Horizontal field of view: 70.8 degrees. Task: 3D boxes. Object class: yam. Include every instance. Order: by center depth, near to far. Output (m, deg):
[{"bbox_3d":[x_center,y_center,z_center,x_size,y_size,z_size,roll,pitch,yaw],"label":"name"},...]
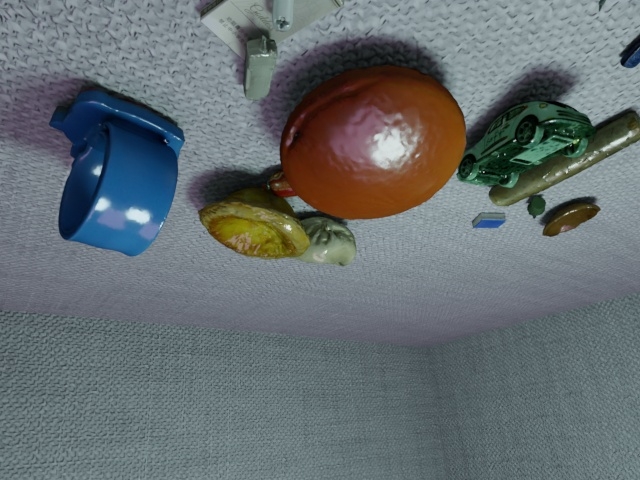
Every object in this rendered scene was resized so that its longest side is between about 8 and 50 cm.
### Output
[{"bbox_3d":[0.589,-0.184,1.110,0.083,0.083,0.371,12,151,-32],"label":"yam"}]

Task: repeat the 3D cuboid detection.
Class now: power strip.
[{"bbox_3d":[-0.104,-0.288,0.758,0.047,0.030,0.191,-10,174,-14],"label":"power strip"}]

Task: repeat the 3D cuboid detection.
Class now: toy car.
[{"bbox_3d":[0.420,-0.209,0.964,0.136,0.125,0.306,7,165,-19],"label":"toy car"}]

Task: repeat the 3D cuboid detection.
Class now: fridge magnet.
[{"bbox_3d":[0.100,-0.179,0.889,0.363,0.155,0.364,-3,141,-3],"label":"fridge magnet"}]

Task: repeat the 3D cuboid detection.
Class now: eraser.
[{"bbox_3d":[0.535,-0.062,1.427,0.084,0.027,0.063,0,154,-9],"label":"eraser"}]

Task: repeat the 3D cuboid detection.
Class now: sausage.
[{"bbox_3d":[-0.015,-0.148,1.087,0.263,0.083,0.083,-8,156,10],"label":"sausage"}]

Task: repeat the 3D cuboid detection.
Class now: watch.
[{"bbox_3d":[-0.419,-0.102,0.883,0.241,0.275,0.305,18,143,-41],"label":"watch"}]

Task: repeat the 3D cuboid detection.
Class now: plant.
[{"bbox_3d":[0.644,-0.093,1.349,0.051,0.051,0.102,-10,161,13],"label":"plant"}]

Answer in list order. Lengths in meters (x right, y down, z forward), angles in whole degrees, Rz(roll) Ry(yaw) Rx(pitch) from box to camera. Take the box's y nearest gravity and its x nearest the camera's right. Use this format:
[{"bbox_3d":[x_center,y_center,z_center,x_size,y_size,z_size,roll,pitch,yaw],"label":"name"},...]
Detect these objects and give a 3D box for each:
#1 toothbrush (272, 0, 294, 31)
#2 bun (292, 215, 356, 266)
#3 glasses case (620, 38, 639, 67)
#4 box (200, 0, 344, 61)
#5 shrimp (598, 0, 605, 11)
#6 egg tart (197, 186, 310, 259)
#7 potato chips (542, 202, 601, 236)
[{"bbox_3d":[-0.034,-0.414,0.511,0.040,0.040,0.386,0,152,-9],"label":"toothbrush"},{"bbox_3d":[0.000,0.000,1.356,0.229,0.145,0.229,12,-174,-1],"label":"bun"},{"bbox_3d":[0.575,-0.346,0.804,0.033,0.023,0.083,5,153,-8],"label":"glasses case"},{"bbox_3d":[-0.074,-0.352,0.679,0.198,0.029,0.109,-17,153,29],"label":"box"},{"bbox_3d":[0.486,-0.382,0.607,0.371,0.137,0.172,18,-175,-26],"label":"shrimp"},{"bbox_3d":[-0.166,-0.054,1.190,0.318,0.128,0.319,11,158,5],"label":"egg tart"},{"bbox_3d":[0.783,-0.070,1.425,0.150,0.049,0.202,-10,154,5],"label":"potato chips"}]
